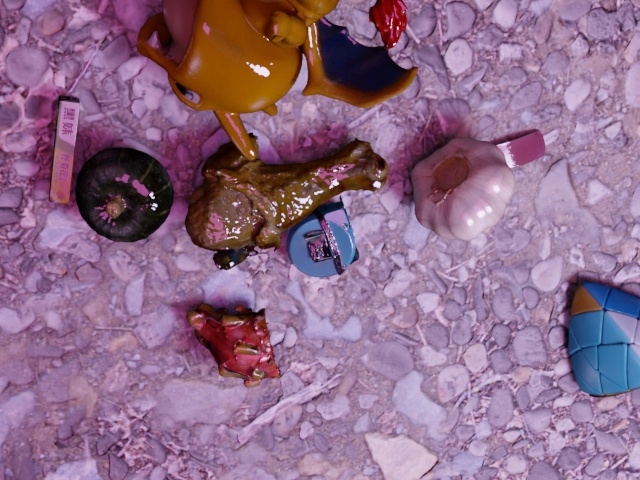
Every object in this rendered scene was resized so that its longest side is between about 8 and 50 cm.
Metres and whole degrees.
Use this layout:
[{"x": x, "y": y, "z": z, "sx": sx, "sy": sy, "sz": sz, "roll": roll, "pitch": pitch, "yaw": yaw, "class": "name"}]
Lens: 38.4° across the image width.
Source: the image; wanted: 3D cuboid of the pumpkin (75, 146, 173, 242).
[{"x": -0.333, "y": -0.076, "z": 1.566, "sx": 0.167, "sy": 0.125, "sz": 0.167, "roll": -9, "pitch": 118, "yaw": -17, "class": "pumpkin"}]

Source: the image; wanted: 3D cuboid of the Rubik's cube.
[{"x": 0.584, "y": 0.192, "z": 1.812, "sx": 0.254, "sy": 0.254, "sz": 0.255, "roll": -4, "pitch": 109, "yaw": -11, "class": "Rubik's cube"}]

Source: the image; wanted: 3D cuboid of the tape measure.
[{"x": 0.000, "y": 0.000, "z": 1.690, "sx": 0.125, "sy": 0.081, "sz": 0.146, "roll": -17, "pitch": 109, "yaw": 5, "class": "tape measure"}]

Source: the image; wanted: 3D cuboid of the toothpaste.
[{"x": -0.435, "y": -0.153, "z": 1.560, "sx": 0.037, "sy": 0.043, "sz": 0.179, "roll": 7, "pitch": 107, "yaw": -15, "class": "toothpaste"}]

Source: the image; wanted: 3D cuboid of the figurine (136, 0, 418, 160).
[{"x": -0.069, "y": -0.332, "z": 1.430, "sx": 0.387, "sy": 0.268, "sz": 0.401, "roll": -40, "pitch": 78, "yaw": 36, "class": "figurine"}]

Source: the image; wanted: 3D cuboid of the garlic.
[{"x": 0.282, "y": -0.067, "z": 1.694, "sx": 0.199, "sy": 0.199, "sz": 0.226, "roll": -43, "pitch": 138, "yaw": 4, "class": "garlic"}]

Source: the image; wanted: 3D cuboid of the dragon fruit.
[{"x": -0.154, "y": 0.183, "z": 1.698, "sx": 0.207, "sy": 0.133, "sz": 0.150, "roll": 31, "pitch": 73, "yaw": -4, "class": "dragon fruit"}]

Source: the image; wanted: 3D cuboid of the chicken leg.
[{"x": -0.079, "y": -0.103, "z": 1.614, "sx": 0.361, "sy": 0.140, "sz": 0.212, "roll": -31, "pitch": 89, "yaw": -15, "class": "chicken leg"}]

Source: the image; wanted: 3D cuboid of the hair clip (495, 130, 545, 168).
[{"x": 0.365, "y": -0.166, "z": 1.745, "sx": 0.137, "sy": 0.022, "sz": 0.054, "roll": -17, "pitch": 108, "yaw": -6, "class": "hair clip"}]
